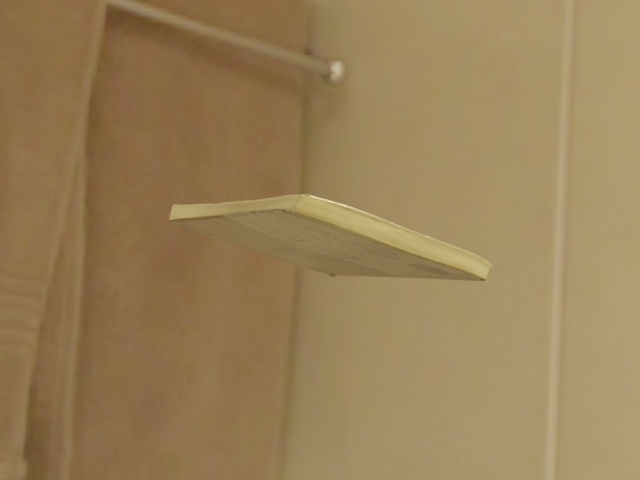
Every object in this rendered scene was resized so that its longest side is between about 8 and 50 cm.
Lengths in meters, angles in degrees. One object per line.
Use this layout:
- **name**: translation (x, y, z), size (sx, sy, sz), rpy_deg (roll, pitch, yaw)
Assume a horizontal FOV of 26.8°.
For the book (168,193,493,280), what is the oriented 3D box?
- **book**: translation (0.000, 0.000, 0.854), size (0.138, 0.016, 0.198), rpy_deg (19, -9, -26)
